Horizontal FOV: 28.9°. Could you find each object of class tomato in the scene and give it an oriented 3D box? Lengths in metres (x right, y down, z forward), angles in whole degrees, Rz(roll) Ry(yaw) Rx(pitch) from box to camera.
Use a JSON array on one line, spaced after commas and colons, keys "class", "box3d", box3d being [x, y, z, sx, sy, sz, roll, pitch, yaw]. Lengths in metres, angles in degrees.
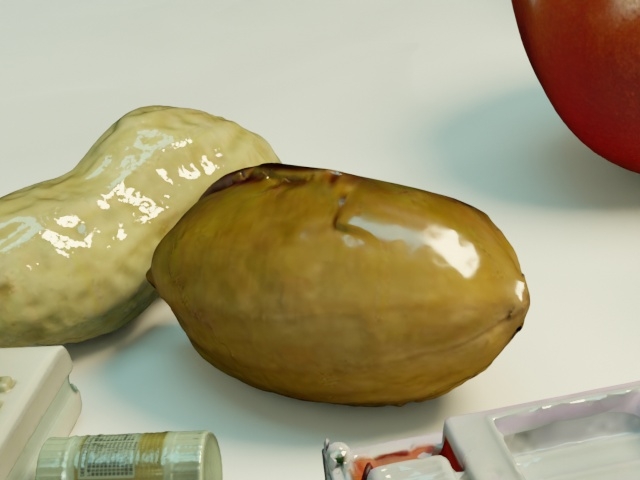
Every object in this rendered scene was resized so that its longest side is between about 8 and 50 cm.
[{"class": "tomato", "box3d": [0.281, -0.160, 0.868, 0.299, 0.226, 0.298, -9, 20, 3]}]

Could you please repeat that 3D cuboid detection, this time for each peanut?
[{"class": "peanut", "box3d": [-0.129, -0.015, 0.801, 0.123, 0.123, 0.257, 17, 34, 40]}]

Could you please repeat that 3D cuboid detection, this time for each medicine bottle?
[{"class": "medicine bottle", "box3d": [-0.093, 0.118, 0.613, 0.083, 0.047, 0.047, -4, 27, 8]}]

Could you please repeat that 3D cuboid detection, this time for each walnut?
[{"class": "walnut", "box3d": [0.001, 0.022, 0.690, 0.245, 0.137, 0.137, 8, 31, 28]}]

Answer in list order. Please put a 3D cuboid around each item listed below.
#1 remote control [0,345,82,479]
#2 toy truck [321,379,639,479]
[{"class": "remote control", "box3d": [-0.208, 0.140, 0.588, 0.103, 0.055, 0.277, -3, 27, 11]}, {"class": "toy truck", "box3d": [0.143, 0.122, 0.422, 0.268, 0.155, 0.124, -11, 27, -7]}]
